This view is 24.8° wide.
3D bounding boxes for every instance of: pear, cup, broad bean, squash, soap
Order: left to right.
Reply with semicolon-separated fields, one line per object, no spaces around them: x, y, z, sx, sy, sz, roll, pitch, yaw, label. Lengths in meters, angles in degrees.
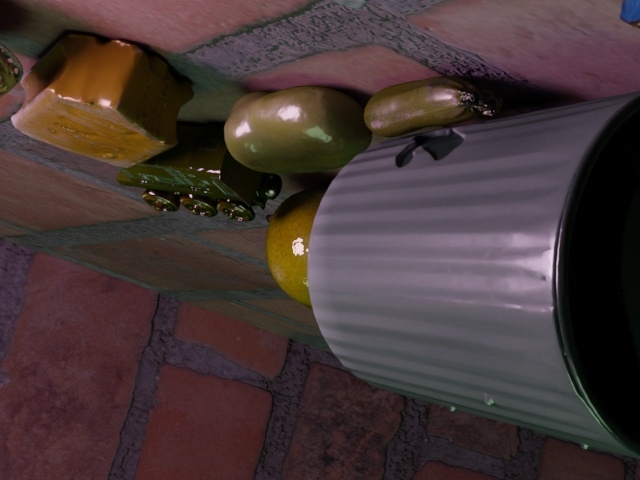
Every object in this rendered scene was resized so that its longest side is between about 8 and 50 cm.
-0.235;-0.151;1.594;0.160;0.080;0.257;19;168;-20;soap
-0.025;-0.111;1.515;0.174;0.082;0.124;5;163;43;broad bean
0.000;0.000;1.866;0.216;0.166;0.180;33;-167;33;pear
0.099;-0.127;1.363;0.052;0.052;0.183;22;167;-29;squash
0.237;0.040;1.348;0.401;0.310;0.392;24;167;-35;cup

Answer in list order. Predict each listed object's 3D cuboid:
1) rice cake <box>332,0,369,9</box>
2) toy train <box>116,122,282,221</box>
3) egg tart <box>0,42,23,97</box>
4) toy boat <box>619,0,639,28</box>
-0.111;-0.246;1.038;0.336;0.066;0.063;16;160;-10;rice cake
-0.159;-0.090;1.782;0.225;0.090;0.137;7;159;32;toy train
-0.414;-0.214;1.492;0.234;0.094;0.234;11;169;2;egg tart
0.250;-0.160;0.988;0.172;0.066;0.065;20;164;-26;toy boat
